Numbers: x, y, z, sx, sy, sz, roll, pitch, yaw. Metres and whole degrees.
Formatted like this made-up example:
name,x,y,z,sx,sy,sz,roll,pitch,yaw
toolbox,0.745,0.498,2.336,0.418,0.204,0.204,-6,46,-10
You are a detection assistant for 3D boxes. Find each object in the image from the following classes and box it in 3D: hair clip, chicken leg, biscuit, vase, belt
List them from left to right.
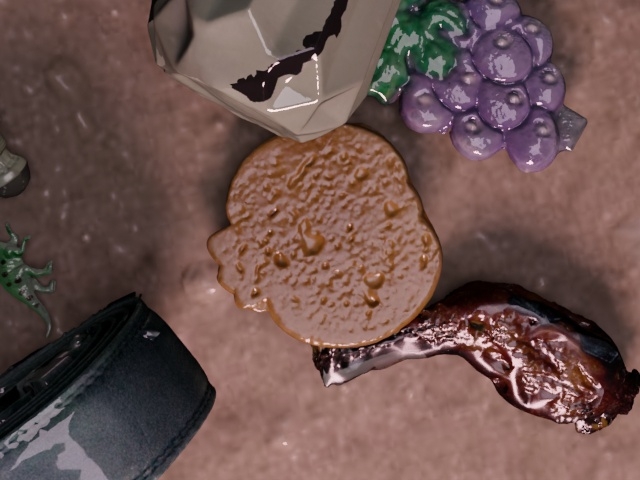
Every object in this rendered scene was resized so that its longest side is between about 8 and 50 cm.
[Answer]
name,x,y,z,sx,sy,sz,roll,pitch,yaw
belt,-0.195,0.152,1.067,0.267,0.206,0.116,-35,101,8
biscuit,0.000,0.000,1.155,0.170,0.050,0.170,0,85,2
vase,0.019,-0.253,1.089,0.165,0.165,0.360,27,88,-10
hair clip,0.109,-0.128,1.171,0.195,0.052,0.124,28,81,-2
chicken leg,0.120,0.082,1.188,0.253,0.051,0.106,10,100,-7

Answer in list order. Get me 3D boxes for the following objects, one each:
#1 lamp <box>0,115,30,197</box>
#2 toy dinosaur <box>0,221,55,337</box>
name,x,y,z,sx,sy,sz,roll,pitch,yaw
lamp,-0.257,-0.095,1.100,0.091,0.091,0.163,-34,116,-4
toy dinosaur,-0.223,0.029,1.143,0.062,0.021,0.083,2,92,-2
